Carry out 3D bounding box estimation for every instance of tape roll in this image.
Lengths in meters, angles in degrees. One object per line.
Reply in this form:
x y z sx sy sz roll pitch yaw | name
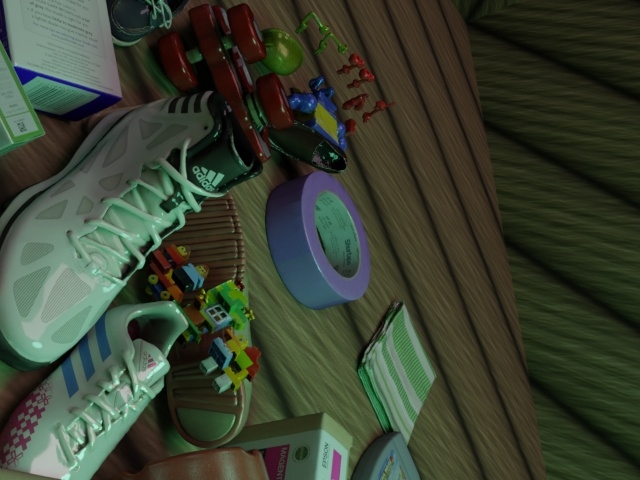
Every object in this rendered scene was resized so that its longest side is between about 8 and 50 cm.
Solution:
0.000 0.000 1.598 0.275 0.090 0.274 42 39 -47 | tape roll

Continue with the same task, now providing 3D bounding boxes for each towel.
0.187 0.311 1.821 0.247 0.038 0.325 66 27 -14 | towel

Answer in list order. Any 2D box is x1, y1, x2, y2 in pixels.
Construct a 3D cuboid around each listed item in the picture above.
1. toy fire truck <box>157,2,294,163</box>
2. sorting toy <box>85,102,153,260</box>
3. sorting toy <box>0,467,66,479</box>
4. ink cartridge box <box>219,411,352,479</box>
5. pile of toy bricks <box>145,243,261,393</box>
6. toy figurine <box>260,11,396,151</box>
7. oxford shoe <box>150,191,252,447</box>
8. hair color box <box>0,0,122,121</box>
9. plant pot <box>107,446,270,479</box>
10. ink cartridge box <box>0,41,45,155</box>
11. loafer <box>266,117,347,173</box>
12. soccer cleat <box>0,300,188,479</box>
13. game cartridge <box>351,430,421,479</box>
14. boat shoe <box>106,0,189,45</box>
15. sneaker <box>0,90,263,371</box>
-0.156 -0.288 1.422 0.254 0.169 0.302 -74 143 -77 | toy fire truck
-0.279 -0.087 1.181 0.307 0.041 0.229 -28 100 -57 | sorting toy
-0.332 0.324 0.748 0.193 0.038 0.208 22 54 -27 | sorting toy
-0.065 0.381 1.121 0.088 0.193 0.234 51 33 -37 | ink cartridge box
-0.143 0.088 1.060 0.105 0.118 0.212 -25 64 -36 | pile of toy bricks
0.004 -0.283 1.685 0.362 0.191 0.217 40 46 -45 | toy figurine
-0.172 0.106 1.176 0.146 0.141 0.396 65 24 -77 | oxford shoe
-0.391 -0.347 1.043 0.185 0.110 0.338 8 69 -60 | hair color box
-0.143 0.401 0.917 0.272 0.272 0.265 26 43 -55 | plant pot
-0.418 -0.194 0.894 0.209 0.109 0.062 66 27 -11 | ink cartridge box
-0.029 -0.199 1.592 0.220 0.078 0.080 21 96 -26 | loafer
-0.263 0.186 0.918 0.116 0.143 0.331 57 30 -27 | soccer cleat
0.134 0.527 1.572 0.297 0.062 0.198 -45 118 -61 | game cartridge
-0.285 -0.397 1.306 0.095 0.079 0.254 64 28 -17 | boat shoe
-0.230 -0.050 0.958 0.169 0.258 0.447 51 40 -31 | sneaker
